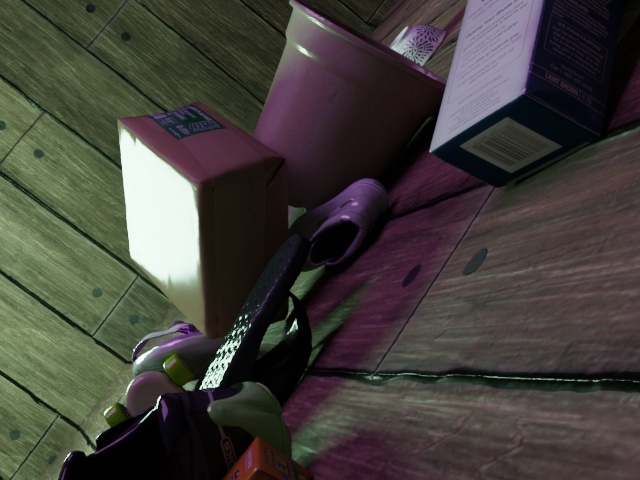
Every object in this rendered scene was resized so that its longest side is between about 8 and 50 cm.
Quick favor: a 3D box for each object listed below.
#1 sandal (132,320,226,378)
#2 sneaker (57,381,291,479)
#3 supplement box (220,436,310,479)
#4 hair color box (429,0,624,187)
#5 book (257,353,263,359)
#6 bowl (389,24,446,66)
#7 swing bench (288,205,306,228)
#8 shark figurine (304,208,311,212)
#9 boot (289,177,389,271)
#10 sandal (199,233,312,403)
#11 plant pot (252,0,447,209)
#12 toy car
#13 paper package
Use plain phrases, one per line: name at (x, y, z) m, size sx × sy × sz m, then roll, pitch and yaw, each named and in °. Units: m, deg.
sandal at (-0.278, 0.204, 1.688) m, size 0.170 × 0.102 × 0.416 m, roll -9°, pitch -14°, yaw -20°
sneaker at (-0.242, 0.314, 1.059) m, size 0.483 × 0.202 × 0.185 m, roll -49°, pitch 46°, yaw 24°
supplement box at (-0.106, 0.315, 0.914) m, size 0.233 × 0.080 × 0.078 m, roll -49°, pitch 13°, yaw 5°
hair color box at (0.242, -0.249, 1.008) m, size 0.174 × 0.105 × 0.347 m, roll -29°, pitch 40°, yaw 59°
book at (-0.134, 0.244, 1.413) m, size 0.096 × 0.035 × 0.144 m, roll -51°, pitch 9°, yaw 22°
bowl at (0.217, -0.461, 2.171) m, size 0.170 × 0.080 × 0.170 m, roll -50°, pitch 11°, yaw 14°
swing bench at (-0.130, -0.003, 1.898) m, size 0.254 × 0.165 × 0.253 m, roll -50°, pitch 9°, yaw 43°
shark figurine at (0.042, -0.138, 1.796) m, size 0.278 × 0.166 × 0.116 m, roll -31°, pitch 7°, yaw -26°
boot at (0.000, 0.000, 1.474) m, size 0.258 × 0.095 × 0.123 m, roll -41°, pitch 8°, yaw 42°
sandal at (-0.100, 0.206, 1.257) m, size 0.445 × 0.107 × 0.167 m, roll -66°, pitch 13°, yaw -7°
plant pot at (0.024, -0.212, 1.596) m, size 0.305 × 0.334 × 0.334 m, roll -60°, pitch 8°, yaw 14°
toy car at (-0.254, 0.283, 1.544) m, size 0.155 × 0.149 × 0.188 m, roll -40°, pitch -2°, yaw -1°
paper package at (-0.200, -0.046, 1.560) m, size 0.168 × 0.309 × 0.325 m, roll -16°, pitch 33°, yaw -29°
